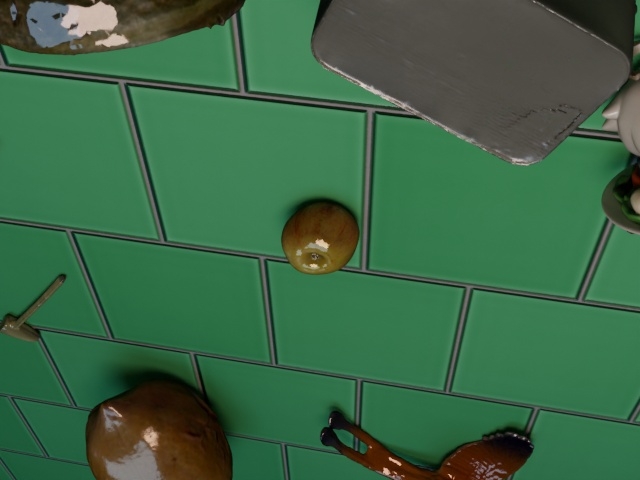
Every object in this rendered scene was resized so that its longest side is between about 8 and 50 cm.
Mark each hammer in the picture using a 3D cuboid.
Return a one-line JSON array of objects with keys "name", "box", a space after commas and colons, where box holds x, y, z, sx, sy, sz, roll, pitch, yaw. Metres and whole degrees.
[{"name": "hammer", "box": [-0.398, 0.099, 1.136, 0.060, 0.028, 0.195, 30, 137, -26]}]

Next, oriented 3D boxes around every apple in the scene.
[{"name": "apple", "box": [0.000, 0.000, 0.860, 0.084, 0.071, 0.084, 8, 141, 7]}]

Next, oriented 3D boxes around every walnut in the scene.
[{"name": "walnut", "box": [-0.244, 0.320, 1.217, 0.203, 0.203, 0.298, -4, 139, 21]}]

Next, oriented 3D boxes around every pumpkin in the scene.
[{"name": "pumpkin", "box": [-0.210, -0.243, 0.557, 0.312, 0.169, 0.148, 10, 143, 4]}]

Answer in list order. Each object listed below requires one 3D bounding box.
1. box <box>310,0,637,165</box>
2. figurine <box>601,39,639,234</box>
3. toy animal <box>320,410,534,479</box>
[{"name": "box", "box": [0.111, -0.170, 0.577, 0.243, 0.135, 0.163, 25, 140, -13]}, {"name": "figurine", "box": [0.283, -0.092, 0.642, 0.132, 0.132, 0.154, -8, 124, 24]}, {"name": "toy animal", "box": [0.161, 0.393, 1.243, 0.284, 0.225, 0.302, 18, 156, 25]}]
